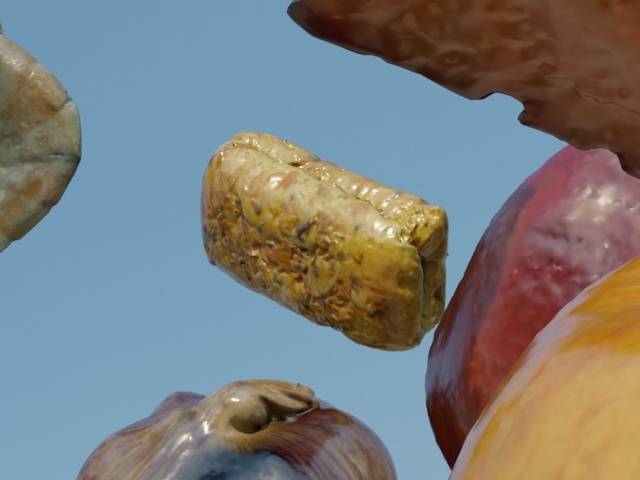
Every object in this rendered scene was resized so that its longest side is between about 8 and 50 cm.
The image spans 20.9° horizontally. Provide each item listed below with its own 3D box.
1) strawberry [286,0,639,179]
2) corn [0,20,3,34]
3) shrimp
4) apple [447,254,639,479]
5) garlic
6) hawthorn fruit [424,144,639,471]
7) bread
[{"bbox_3d":[0.138,-0.154,0.648,0.280,0.150,0.253,23,-34,-17],"label":"strawberry"},{"bbox_3d":[-0.405,-0.154,1.419,0.305,0.122,0.123,-18,-60,-37],"label":"corn"},{"bbox_3d":[-0.226,-0.066,0.944,0.148,0.195,0.035,-48,-14,6],"label":"shrimp"},{"bbox_3d":[0.173,0.106,0.372,0.299,0.275,0.299,-33,3,2],"label":"apple"},{"bbox_3d":[-0.065,0.173,1.209,0.244,0.245,0.161,-12,-71,-12],"label":"garlic"},{"bbox_3d":[0.211,0.049,1.047,0.265,0.265,0.307,6,-78,-33],"label":"hawthorn fruit"},{"bbox_3d":[0.000,0.000,1.259,0.083,0.211,0.114,-24,-55,-41],"label":"bread"}]
